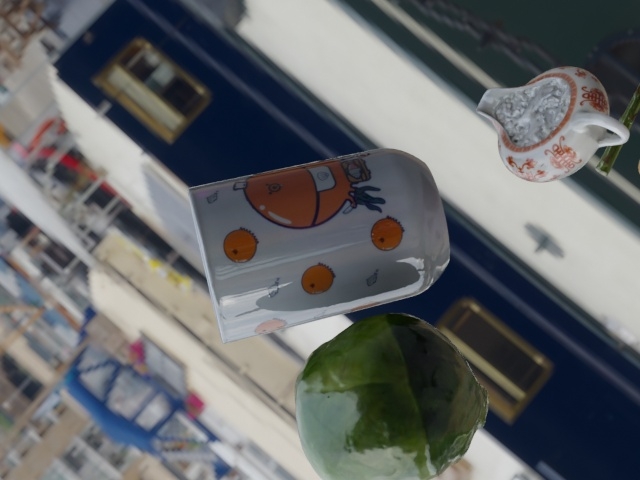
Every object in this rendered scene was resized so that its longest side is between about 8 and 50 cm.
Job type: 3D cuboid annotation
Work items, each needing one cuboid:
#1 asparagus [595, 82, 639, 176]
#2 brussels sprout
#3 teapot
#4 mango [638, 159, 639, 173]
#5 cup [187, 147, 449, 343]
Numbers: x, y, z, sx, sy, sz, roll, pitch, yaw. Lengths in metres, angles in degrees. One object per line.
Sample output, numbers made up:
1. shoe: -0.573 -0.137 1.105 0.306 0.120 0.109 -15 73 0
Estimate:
1. asparagus: 0.480 -0.214 2.024 0.024 0.248 0.025 27 -175 39
2. brussels sprout: 0.094 0.204 1.669 0.271 0.210 0.219 9 -124 -49
3. teapot: 0.306 -0.147 1.695 0.116 0.159 0.245 44 160 -25
4. mango: 0.662 -0.138 2.310 0.154 0.126 0.252 10 163 -36
5. cup: 0.000 0.000 1.766 0.212 0.317 0.212 167 90 -83
